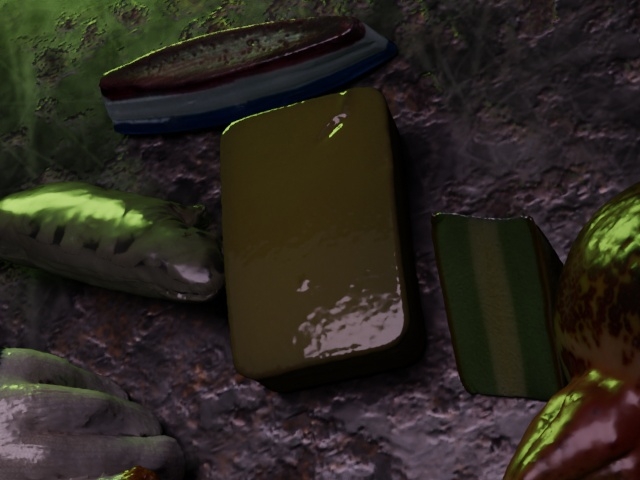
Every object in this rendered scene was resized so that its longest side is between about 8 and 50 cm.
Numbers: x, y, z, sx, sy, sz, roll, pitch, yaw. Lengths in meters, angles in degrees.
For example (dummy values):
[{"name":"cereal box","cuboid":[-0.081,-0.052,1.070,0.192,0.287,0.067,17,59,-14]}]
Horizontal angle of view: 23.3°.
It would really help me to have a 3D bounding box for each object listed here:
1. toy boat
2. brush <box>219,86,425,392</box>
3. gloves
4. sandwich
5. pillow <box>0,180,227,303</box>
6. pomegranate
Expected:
[{"name":"toy boat","cuboid":[-0.057,-0.128,1.148,0.228,0.046,0.080,-9,59,21]},{"name":"brush","cuboid":[0.000,0.000,1.049,0.123,0.059,0.197,-12,62,14]},{"name":"gloves","cuboid":[-0.202,0.138,1.031,0.218,0.131,0.140,12,73,37]},{"name":"sandwich","cuboid":[0.109,0.041,0.946,0.074,0.116,0.074,2,66,25]},{"name":"pillow","cuboid":[-0.155,-0.007,1.119,0.241,0.051,0.093,10,40,30]},{"name":"pomegranate","cuboid":[0.193,0.077,0.827,0.247,0.214,0.214,-28,55,-18]}]
